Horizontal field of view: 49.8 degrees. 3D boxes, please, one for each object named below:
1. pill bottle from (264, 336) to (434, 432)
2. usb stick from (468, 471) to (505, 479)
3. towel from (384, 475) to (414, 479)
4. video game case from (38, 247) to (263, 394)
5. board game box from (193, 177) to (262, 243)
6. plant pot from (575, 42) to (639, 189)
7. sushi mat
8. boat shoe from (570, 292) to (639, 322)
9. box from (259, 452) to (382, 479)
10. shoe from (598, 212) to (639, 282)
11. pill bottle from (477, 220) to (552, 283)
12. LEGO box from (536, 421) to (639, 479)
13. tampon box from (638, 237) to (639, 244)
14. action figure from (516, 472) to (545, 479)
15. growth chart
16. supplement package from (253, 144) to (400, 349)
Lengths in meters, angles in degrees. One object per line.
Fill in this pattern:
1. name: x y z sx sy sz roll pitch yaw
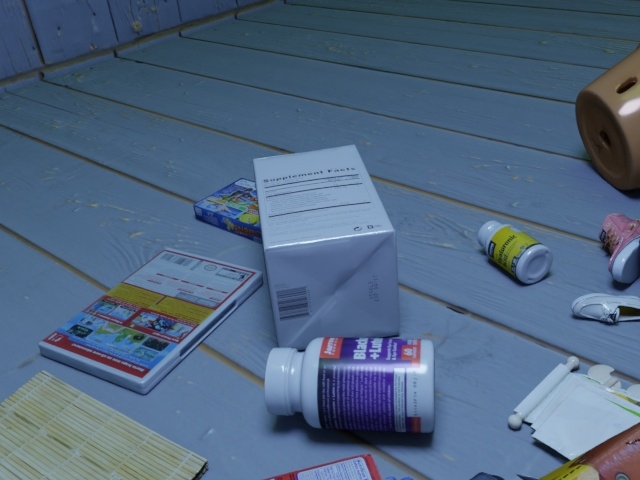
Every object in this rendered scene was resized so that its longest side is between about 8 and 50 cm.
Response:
1. pill bottle: 0.037 0.169 0.814 0.194 0.108 0.108 0 31 9
2. usb stick: 0.043 0.254 0.488 0.278 0.045 0.077 -22 35 -25
3. towel: -0.093 0.241 0.407 0.336 0.243 0.040 -28 73 -12
4. video game case: -0.248 0.107 1.048 0.204 0.025 0.285 13 35 28
5. board game box: -0.120 -0.057 1.294 0.201 0.035 0.136 19 39 36
6. plant pot: 0.600 -0.219 1.235 0.204 0.291 0.291 -24 32 2
7. sushi mat: -0.293 0.254 0.815 0.317 0.019 0.151 16 36 32
8. boat shoe: 0.398 0.096 0.949 0.100 0.035 0.035 2 28 0
9. box: 0.022 0.316 0.553 0.128 0.122 0.257 -12 31 -9
10. shoe: 0.462 0.009 1.061 0.081 0.063 0.178 20 34 38
11. pill bottle: 0.298 0.014 1.073 0.065 0.065 0.116 -17 32 -19
12. LEGO box: 0.047 0.361 0.263 0.500 0.193 0.372 -22 64 -25
13. tampon box: 0.553 -0.018 1.000 0.120 0.101 0.161 44 42 0
14. action figure: 0.222 0.284 0.599 0.185 0.099 0.285 -4 21 37
15. growth chart: 0.335 0.217 0.767 0.172 0.021 0.237 -23 35 -28
16. supplement package: 0.000 0.000 1.036 0.175 0.177 0.293 -9 30 -4
